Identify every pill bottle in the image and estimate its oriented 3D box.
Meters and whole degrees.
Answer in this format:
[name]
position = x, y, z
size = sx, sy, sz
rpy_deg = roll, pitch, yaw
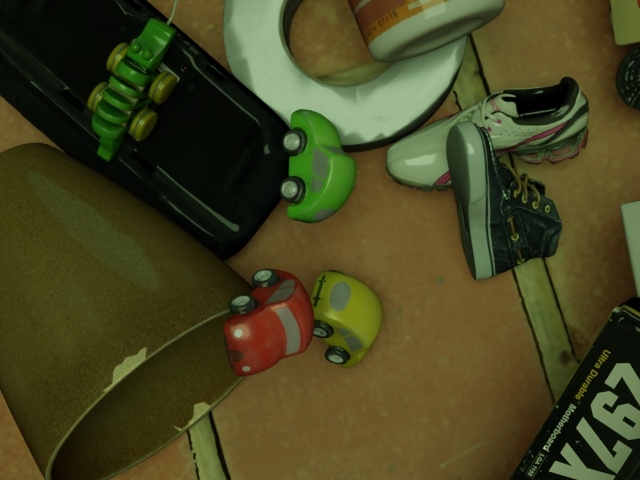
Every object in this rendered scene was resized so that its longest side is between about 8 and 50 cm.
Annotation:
[pill bottle]
position = 0.059, -0.267, 1.010
size = 0.121, 0.121, 0.216
rpy_deg = -23, 88, 3

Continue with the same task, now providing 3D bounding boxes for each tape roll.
[tape roll]
position = 0.023, -0.191, 1.109
size = 0.219, 0.072, 0.219
rpy_deg = 0, 89, 4

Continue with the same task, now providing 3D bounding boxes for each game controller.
[game controller]
position = -0.169, -0.124, 1.106
size = 0.319, 0.067, 0.166
rpy_deg = 41, 111, 3

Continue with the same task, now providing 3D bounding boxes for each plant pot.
[plant pot]
position = -0.206, 0.043, 1.058
size = 0.237, 0.237, 0.254
rpy_deg = -41, 73, 2

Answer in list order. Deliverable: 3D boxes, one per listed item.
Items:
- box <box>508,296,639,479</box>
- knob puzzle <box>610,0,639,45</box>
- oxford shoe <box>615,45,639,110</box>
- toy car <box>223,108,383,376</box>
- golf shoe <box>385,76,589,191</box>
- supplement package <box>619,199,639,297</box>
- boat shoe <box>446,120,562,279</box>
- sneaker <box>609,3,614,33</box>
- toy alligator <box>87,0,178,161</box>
[box]
position = 0.261, 0.242, 0.928
size = 0.257, 0.079, 0.322
rpy_deg = 34, 108, 20
[knob puzzle]
position = 0.336, -0.262, 1.020
size = 0.213, 0.030, 0.213
rpy_deg = 0, 90, 20
[oxford shoe]
position = 0.378, -0.122, 1.052
size = 0.227, 0.096, 0.082
rpy_deg = 21, 95, 28
[toy car]
position = 0.000, 0.000, 1.026
size = 0.053, 0.239, 0.224
rpy_deg = 0, 86, 26
[golf shoe]
position = 0.145, -0.101, 1.086
size = 0.186, 0.086, 0.067
rpy_deg = -15, 53, 2
[supplement package]
position = 0.375, 0.093, 1.004
size = 0.175, 0.177, 0.292
rpy_deg = -12, 89, 25
[boat shoe]
position = 0.161, -0.042, 1.060
size = 0.083, 0.183, 0.065
rpy_deg = -17, 50, -2
[sneaker]
position = 0.382, -0.241, 1.073
size = 0.235, 0.094, 0.153
rpy_deg = 10, 98, 14
[toy alligator]
position = -0.153, -0.146, 1.032
size = 0.056, 0.051, 0.189
rpy_deg = 33, 110, 7
